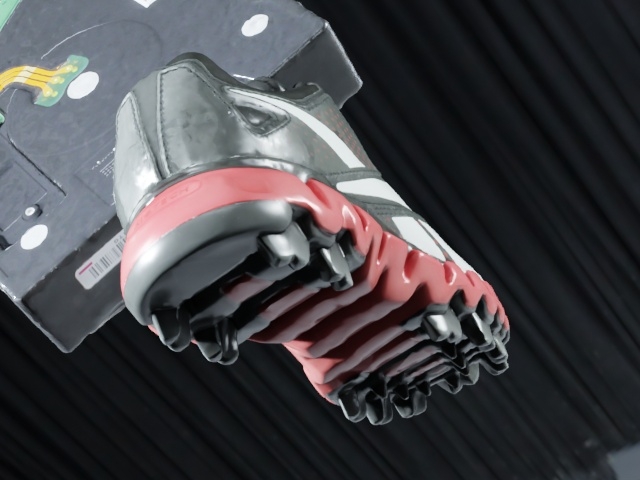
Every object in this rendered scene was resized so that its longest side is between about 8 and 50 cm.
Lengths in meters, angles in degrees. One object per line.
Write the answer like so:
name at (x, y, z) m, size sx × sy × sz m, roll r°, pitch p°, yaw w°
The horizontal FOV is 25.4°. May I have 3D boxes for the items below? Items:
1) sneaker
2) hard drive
sneaker at (0.000, 0.000, 0.642) m, size 0.097 × 0.276 × 0.135 m, roll -33°, pitch 59°, yaw 18°
hard drive at (-0.159, -0.097, 0.905) m, size 0.237 × 0.064 × 0.339 m, roll -43°, pitch 44°, yaw -11°
